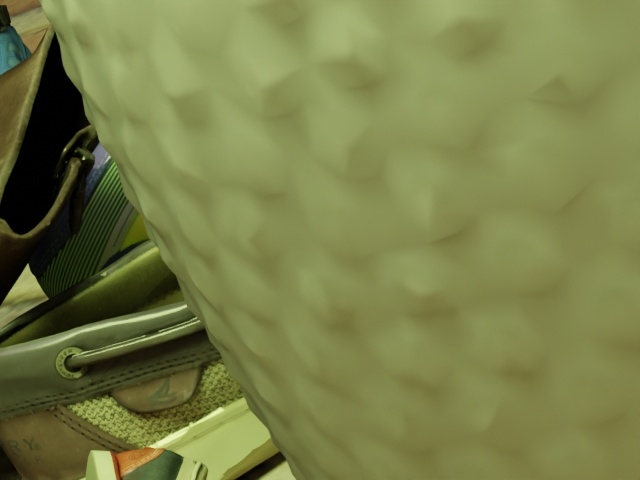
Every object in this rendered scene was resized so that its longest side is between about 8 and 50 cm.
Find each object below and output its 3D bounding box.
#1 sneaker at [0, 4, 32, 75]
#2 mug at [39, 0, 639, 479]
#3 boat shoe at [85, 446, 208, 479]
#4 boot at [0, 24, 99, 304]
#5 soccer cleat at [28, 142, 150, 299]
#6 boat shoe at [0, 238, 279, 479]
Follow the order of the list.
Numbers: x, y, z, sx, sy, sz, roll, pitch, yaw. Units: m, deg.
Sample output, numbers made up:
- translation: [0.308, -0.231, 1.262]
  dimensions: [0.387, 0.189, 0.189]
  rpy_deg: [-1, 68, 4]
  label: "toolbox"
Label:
- translation: [-0.225, -0.110, 1.208]
  dimensions: [0.058, 0.085, 0.152]
  rpy_deg: [-25, 23, 13]
  label: "sneaker"
- translation: [0.083, -0.075, 0.423]
  dimensions: [0.276, 0.328, 0.374]
  rpy_deg: [-36, 23, -12]
  label: "mug"
- translation: [-0.049, 0.109, 0.578]
  dimensions: [0.043, 0.049, 0.137]
  rpy_deg: [5, 24, -14]
  label: "boat shoe"
- translation: [-0.175, 0.039, 0.710]
  dimensions: [0.207, 0.090, 0.248]
  rpy_deg: [-38, 26, 44]
  label: "boot"
- translation: [0.002, -0.050, 0.800]
  dimensions: [0.289, 0.093, 0.121]
  rpy_deg: [-30, 67, 7]
  label: "soccer cleat"
- translation: [0.000, 0.000, 0.680]
  dimensions: [0.285, 0.092, 0.103]
  rpy_deg: [-34, 24, -6]
  label: "boat shoe"
